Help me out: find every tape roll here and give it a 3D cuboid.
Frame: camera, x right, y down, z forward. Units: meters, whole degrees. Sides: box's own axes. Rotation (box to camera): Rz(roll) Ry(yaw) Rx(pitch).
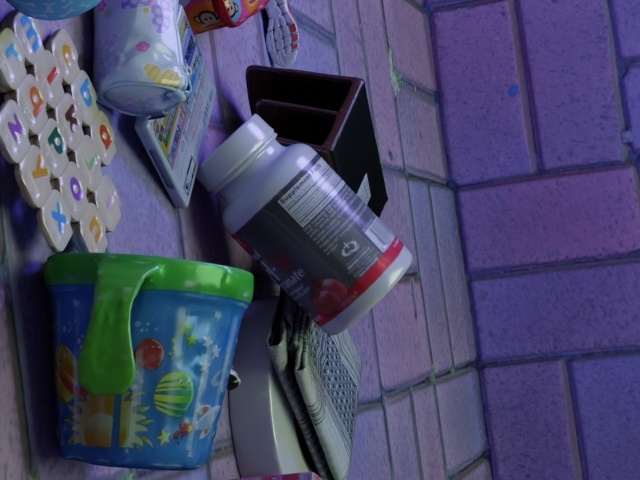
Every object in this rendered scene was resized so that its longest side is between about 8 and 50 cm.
[{"bbox_3d":[-0.043,0.279,2.219,0.392,0.072,0.392,-9,90,-73],"label":"tape roll"}]

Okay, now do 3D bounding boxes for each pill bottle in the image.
[{"bbox_3d":[-0.031,-0.029,2.047,0.318,0.176,0.176,46,22,-4],"label":"pill bottle"}]

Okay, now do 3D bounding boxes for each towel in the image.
[{"bbox_3d":[0.005,0.183,2.206,0.312,0.056,0.324,-77,152,-52],"label":"towel"}]

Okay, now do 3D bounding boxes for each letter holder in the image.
[{"bbox_3d":[-0.032,-0.122,2.250,0.302,0.214,0.152,75,32,-52],"label":"letter holder"}]

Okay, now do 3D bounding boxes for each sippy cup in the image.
[{"bbox_3d":[-0.197,0.138,1.544,0.305,0.240,0.224,13,78,-49],"label":"sippy cup"}]

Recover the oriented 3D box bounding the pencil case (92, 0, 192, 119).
[{"bbox_3d":[-0.230,-0.297,1.786,0.113,0.124,0.273,28,54,-60],"label":"pencil case"}]

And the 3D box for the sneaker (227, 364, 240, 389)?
[{"bbox_3d":[-0.162,0.151,1.931,0.170,0.068,0.071,72,2,-57],"label":"sneaker"}]

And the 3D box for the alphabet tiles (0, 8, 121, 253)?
[{"bbox_3d":[-0.303,-0.119,1.594,0.278,0.021,0.284,-78,150,-59],"label":"alphabet tiles"}]

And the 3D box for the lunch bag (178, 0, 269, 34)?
[{"bbox_3d":[-0.164,-0.462,2.105,0.293,0.120,0.258,-56,132,-61],"label":"lunch bag"}]

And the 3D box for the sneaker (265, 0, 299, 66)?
[{"bbox_3d":[-0.067,-0.389,2.497,0.065,0.061,0.158,-21,102,-80],"label":"sneaker"}]

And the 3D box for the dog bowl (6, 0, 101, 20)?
[{"bbox_3d":[-0.295,-0.376,1.562,0.074,0.166,0.297,73,15,-64],"label":"dog bowl"}]

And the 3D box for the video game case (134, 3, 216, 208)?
[{"bbox_3d":[-0.198,-0.185,1.933,0.193,0.023,0.212,70,26,-56],"label":"video game case"}]

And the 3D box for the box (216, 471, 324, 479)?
[{"bbox_3d":[-0.058,0.484,1.927,0.142,0.154,0.300,50,36,-60],"label":"box"}]
